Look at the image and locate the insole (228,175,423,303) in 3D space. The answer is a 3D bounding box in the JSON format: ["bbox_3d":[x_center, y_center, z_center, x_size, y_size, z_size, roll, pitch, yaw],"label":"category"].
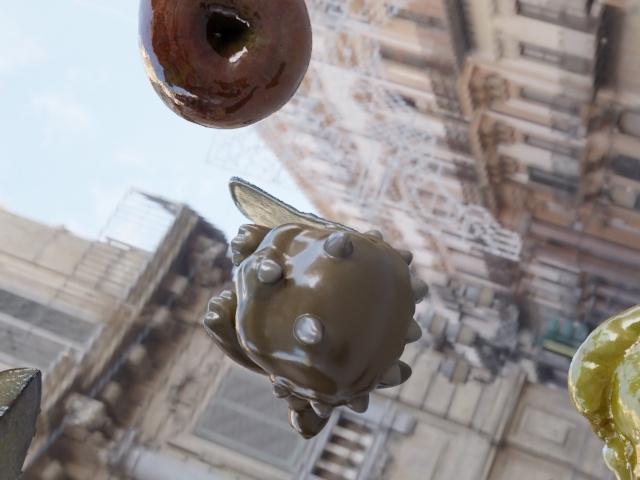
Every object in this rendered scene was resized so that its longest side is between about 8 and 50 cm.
[{"bbox_3d":[0.000,0.000,1.432,0.007,0.322,0.109,-42,-38,-28],"label":"insole"}]

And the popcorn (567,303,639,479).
[{"bbox_3d":[0.478,0.221,1.443,0.297,0.316,0.281,-12,-43,-27],"label":"popcorn"}]

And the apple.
[{"bbox_3d":[-0.130,-0.274,1.552,0.253,0.253,0.253,18,-90,-74],"label":"apple"}]

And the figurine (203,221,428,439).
[{"bbox_3d":[0.018,0.080,1.071,0.177,0.173,0.247,-55,-45,-31],"label":"figurine"}]

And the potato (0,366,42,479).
[{"bbox_3d":[-0.382,0.222,1.309,0.100,0.089,0.172,81,-154,-43],"label":"potato"}]
